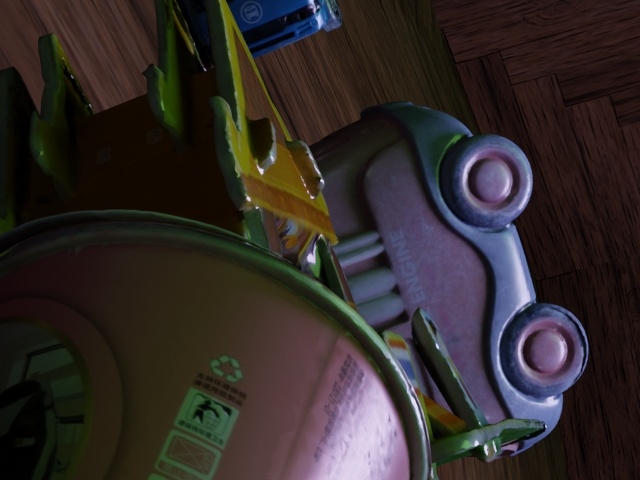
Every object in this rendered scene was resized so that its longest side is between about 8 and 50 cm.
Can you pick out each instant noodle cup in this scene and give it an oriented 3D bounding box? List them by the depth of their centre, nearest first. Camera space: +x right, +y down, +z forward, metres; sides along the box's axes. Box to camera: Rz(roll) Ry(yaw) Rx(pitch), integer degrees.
[{"bbox_3d":[-0.089,0.152,0.679,0.255,0.244,0.244,-72,145,-54],"label":"instant noodle cup"}]

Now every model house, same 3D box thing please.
[{"bbox_3d":[-0.034,0.016,1.014,0.358,0.243,0.312,18,55,-74],"label":"model house"}]

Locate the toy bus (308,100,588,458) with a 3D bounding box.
[{"bbox_3d":[0.049,0.047,1.370,0.197,0.232,0.294,-175,-113,-74],"label":"toy bus"}]

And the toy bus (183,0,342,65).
[{"bbox_3d":[-0.057,-0.250,1.511,0.246,0.114,0.134,-87,154,-60],"label":"toy bus"}]
